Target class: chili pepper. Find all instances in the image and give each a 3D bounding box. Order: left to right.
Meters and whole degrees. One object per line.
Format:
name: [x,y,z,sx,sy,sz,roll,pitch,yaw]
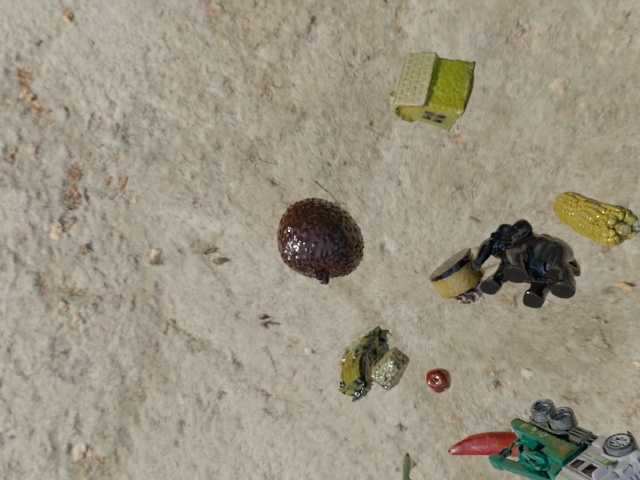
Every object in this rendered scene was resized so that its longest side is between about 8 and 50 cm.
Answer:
chili pepper: [0.496,0.576,1.445,0.273,0.063,0.071,-7,65,13]

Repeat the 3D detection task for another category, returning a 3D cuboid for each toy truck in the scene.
toy truck: [0.527,0.478,1.081,0.178,0.363,0.176,-30,93,-16]

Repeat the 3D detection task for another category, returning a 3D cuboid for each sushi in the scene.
sushi: [0.134,0.384,1.606,0.131,0.291,0.139,43,125,-11]

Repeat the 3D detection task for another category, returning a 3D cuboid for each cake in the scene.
cake: [0.513,0.150,1.845,0.185,0.207,0.178,-38,85,-15]

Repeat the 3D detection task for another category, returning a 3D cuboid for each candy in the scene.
candy: [0.197,0.359,1.434,0.085,0.095,0.110,36,114,12]

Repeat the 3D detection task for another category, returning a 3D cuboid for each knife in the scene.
knife: [0.268,0.740,1.574,0.043,0.293,0.019,-1,100,13]

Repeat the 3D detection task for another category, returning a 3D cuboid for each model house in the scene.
model house: [0.338,-0.476,1.600,0.235,0.175,0.193,14,83,-6]

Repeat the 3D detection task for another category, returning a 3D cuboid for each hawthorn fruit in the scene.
hawthorn fruit: [0.399,0.475,1.738,0.093,0.093,0.093,-1,85,13]

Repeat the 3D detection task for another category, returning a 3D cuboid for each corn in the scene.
corn: [0.656,-0.062,1.249,0.101,0.291,0.101,-1,108,-2]

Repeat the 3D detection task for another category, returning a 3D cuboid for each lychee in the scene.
lychee: [0.000,0.000,1.497,0.261,0.260,0.260,-1,85,13]

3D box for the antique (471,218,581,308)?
antique: [0.675,0.071,1.675,0.323,0.185,0.255,15,49,22]
